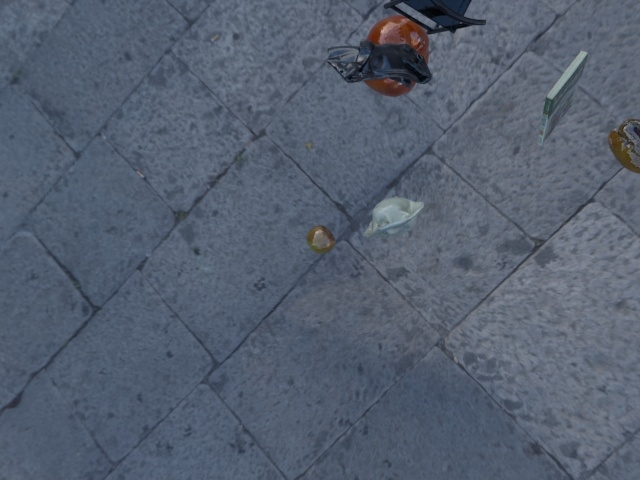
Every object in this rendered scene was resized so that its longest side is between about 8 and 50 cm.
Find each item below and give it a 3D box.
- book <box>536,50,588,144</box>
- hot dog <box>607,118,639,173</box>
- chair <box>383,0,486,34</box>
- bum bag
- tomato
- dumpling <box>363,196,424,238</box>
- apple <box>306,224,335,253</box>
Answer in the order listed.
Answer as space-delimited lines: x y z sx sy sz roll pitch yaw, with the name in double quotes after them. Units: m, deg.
0.798 -0.464 1.586 0.027 0.264 0.202 36 83 27 "book"
0.648 -0.184 0.964 0.089 0.060 0.140 -35 69 31 "hot dog"
0.250 -0.528 1.000 0.154 0.260 0.141 22 104 -17 "chair"
0.133 -0.400 1.067 0.248 0.060 0.123 -9 62 -30 "bum bag"
0.236 -0.597 1.541 0.180 0.260 0.260 41 94 28 "tomato"
0.086 -0.021 0.574 0.076 0.052 0.057 9 55 28 "dumpling"
0.000 0.000 1.293 0.071 0.084 0.084 -38 77 12 "apple"
